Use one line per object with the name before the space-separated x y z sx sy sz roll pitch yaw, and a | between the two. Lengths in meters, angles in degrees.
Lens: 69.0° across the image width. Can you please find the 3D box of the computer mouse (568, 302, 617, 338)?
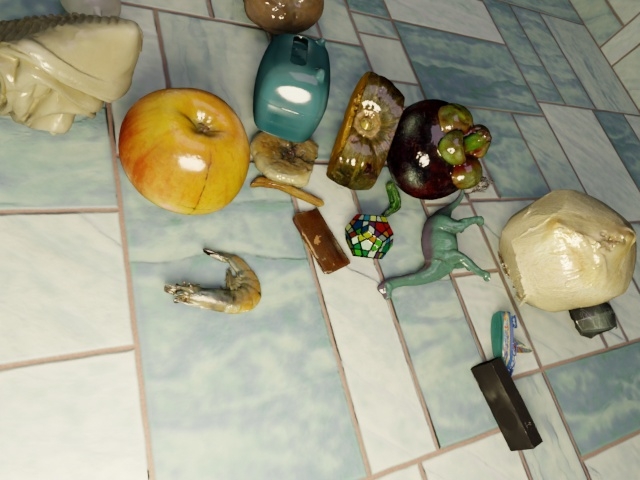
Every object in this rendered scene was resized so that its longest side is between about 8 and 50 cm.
computer mouse | 0.895 0.241 1.502 0.231 0.071 0.126 -4 66 -30

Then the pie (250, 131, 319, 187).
pie | -0.098 -0.227 1.238 0.184 0.052 0.218 16 48 -9

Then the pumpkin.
pumpkin | 0.121 -0.295 1.298 0.139 0.222 0.318 17 85 -8

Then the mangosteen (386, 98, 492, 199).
mangosteen | 0.340 -0.268 1.347 0.300 0.300 0.301 13 59 -21

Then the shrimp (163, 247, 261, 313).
shrimp | -0.230 0.087 1.014 0.217 0.051 0.150 11 56 -31

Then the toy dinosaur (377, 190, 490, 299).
toy dinosaur | 0.297 -0.005 1.319 0.330 0.129 0.384 5 60 -15

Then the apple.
apple | -0.290 -0.194 1.018 0.285 0.233 0.286 13 58 -23

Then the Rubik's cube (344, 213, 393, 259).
Rubik's cube | 0.126 -0.010 1.210 0.112 0.133 0.133 40 47 -36

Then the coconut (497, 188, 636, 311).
coconut | 0.717 0.027 1.348 0.345 0.360 0.347 13 59 -23

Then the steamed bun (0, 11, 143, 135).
steamed bun | -0.543 -0.347 0.972 0.309 0.220 0.324 22 39 32

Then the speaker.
speaker | 0.466 0.413 1.177 0.044 0.082 0.218 -12 71 -33

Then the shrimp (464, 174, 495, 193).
shrimp | 0.533 -0.191 1.561 0.164 0.057 0.065 -9 52 -21

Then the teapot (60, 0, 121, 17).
teapot | -0.584 -0.610 1.186 0.145 0.092 0.227 -10 72 -31

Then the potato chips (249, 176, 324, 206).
potato chips | -0.084 -0.128 1.220 0.203 0.026 0.037 16 59 -20

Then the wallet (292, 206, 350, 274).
wallet | 0.000 0.000 1.193 0.095 0.026 0.176 -22 76 -41

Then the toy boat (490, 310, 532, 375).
toy boat | 0.529 0.285 1.272 0.110 0.091 0.175 12 62 -2

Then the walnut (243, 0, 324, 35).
walnut | -0.115 -0.769 1.431 0.272 0.227 0.274 10 63 -20

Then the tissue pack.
tissue pack | -0.072 -0.425 1.247 0.198 0.206 0.288 15 44 -11

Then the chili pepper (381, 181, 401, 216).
chili pepper | 0.210 -0.114 1.364 0.055 0.035 0.118 15 67 -5
